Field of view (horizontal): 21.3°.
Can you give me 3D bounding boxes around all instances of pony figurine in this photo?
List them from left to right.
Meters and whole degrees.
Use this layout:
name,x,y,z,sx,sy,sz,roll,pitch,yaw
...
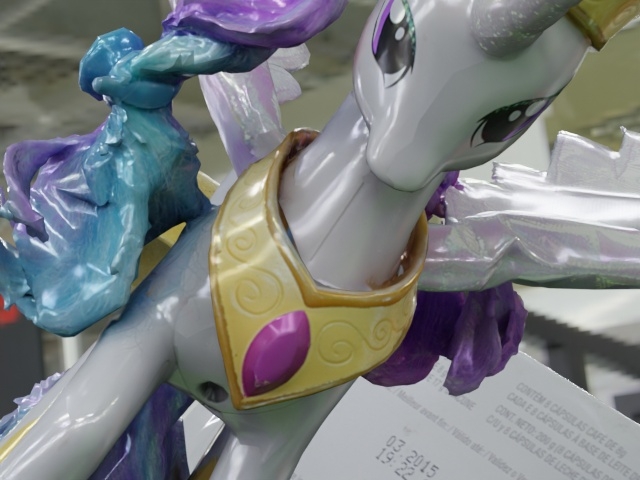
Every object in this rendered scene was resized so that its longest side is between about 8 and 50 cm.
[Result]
name,x,y,z,sx,sy,sz,roll,pitch,yaw
pony figurine,0.000,0.000,0.596,0.303,0.363,0.351,33,17,-4

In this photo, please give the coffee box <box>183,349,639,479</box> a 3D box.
name,x,y,z,sx,sy,sz,roll,pitch,yaw
coffee box,0.074,0.277,1.035,0.338,0.338,0.334,34,-15,46

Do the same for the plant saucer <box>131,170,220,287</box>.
name,x,y,z,sx,sy,sz,roll,pitch,yaw
plant saucer,-0.057,0.048,1.557,0.333,0.081,0.333,34,-12,-6
